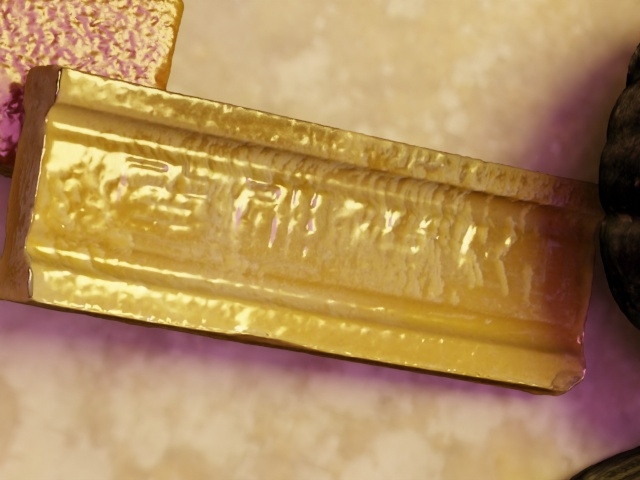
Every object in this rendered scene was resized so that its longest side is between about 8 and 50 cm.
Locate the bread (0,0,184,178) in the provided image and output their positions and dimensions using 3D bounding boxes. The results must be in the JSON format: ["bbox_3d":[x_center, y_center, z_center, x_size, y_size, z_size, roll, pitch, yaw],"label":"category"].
[{"bbox_3d":[-0.108,-0.068,0.793,0.094,0.035,0.090,12,84,-15],"label":"bread"}]

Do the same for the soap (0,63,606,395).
[{"bbox_3d":[0.000,0.000,0.797,0.252,0.037,0.092,11,86,-26],"label":"soap"}]

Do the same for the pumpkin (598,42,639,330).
[{"bbox_3d":[0.215,-0.017,0.807,0.220,0.162,0.221,1,88,-24],"label":"pumpkin"}]

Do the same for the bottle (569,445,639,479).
[{"bbox_3d":[0.181,0.206,0.840,0.096,0.079,0.254,-26,94,-53],"label":"bottle"}]
